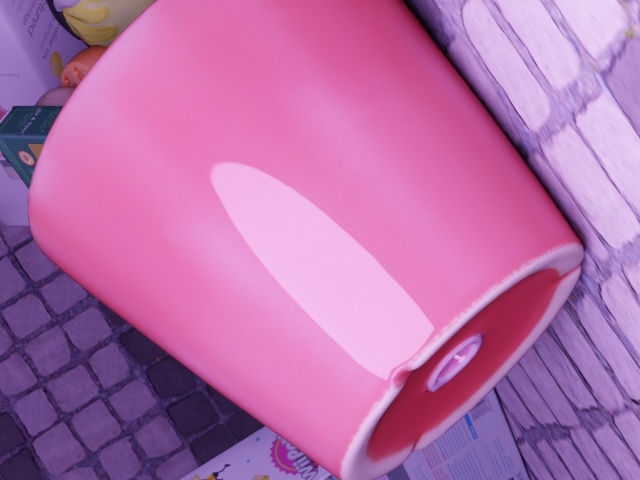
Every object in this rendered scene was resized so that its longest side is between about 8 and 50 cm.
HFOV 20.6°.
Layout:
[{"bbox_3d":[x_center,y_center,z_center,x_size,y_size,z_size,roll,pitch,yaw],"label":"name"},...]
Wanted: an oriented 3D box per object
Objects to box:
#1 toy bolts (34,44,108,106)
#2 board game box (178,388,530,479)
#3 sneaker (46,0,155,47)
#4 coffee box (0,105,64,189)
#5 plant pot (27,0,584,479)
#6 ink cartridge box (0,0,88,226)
[{"bbox_3d":[-0.117,-0.102,1.441,0.218,0.158,0.228,53,144,9],"label":"toy bolts"},{"bbox_3d":[0.032,0.239,1.616,0.097,0.303,0.224,50,170,44],"label":"board game box"},{"bbox_3d":[-0.138,-0.188,1.688,0.147,0.145,0.384,47,180,22],"label":"sneaker"},{"bbox_3d":[-0.164,-0.055,1.394,0.184,0.040,0.113,3,137,39],"label":"coffee box"},{"bbox_3d":[0.004,-0.008,1.040,0.243,0.275,0.275,46,169,19],"label":"plant pot"},{"bbox_3d":[-0.288,-0.228,1.816,0.384,0.160,0.279,68,-149,-54],"label":"ink cartridge box"}]
